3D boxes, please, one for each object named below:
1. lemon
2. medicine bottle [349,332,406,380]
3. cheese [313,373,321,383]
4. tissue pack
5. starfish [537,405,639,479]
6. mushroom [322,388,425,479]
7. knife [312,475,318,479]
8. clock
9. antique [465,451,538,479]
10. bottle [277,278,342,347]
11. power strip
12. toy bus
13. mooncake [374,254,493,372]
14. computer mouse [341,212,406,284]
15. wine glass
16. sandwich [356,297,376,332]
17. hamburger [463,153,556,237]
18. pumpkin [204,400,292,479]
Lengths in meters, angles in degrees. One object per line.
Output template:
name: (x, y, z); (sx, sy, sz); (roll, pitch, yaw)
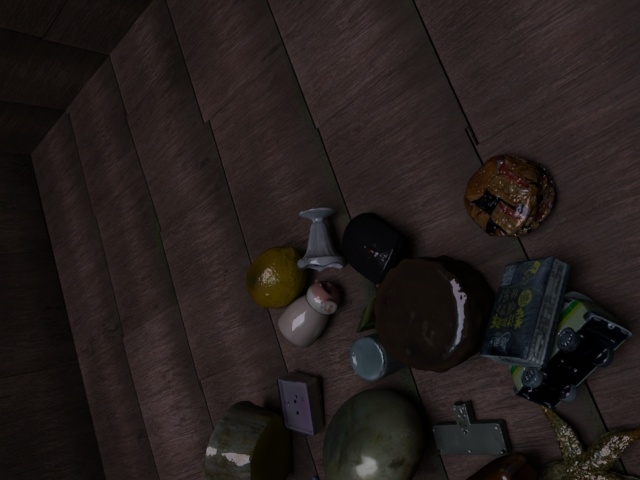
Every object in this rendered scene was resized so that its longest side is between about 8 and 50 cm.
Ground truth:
lemon: (-0.152, 0.130, 1.923); (0.204, 0.204, 0.260); (47, 119, 28)
medicine bottle: (0.185, 0.342, 1.673); (0.135, 0.168, 0.135); (3, 95, 40)
cheese: (-0.033, 0.514, 1.958); (0.047, 0.017, 0.111); (50, 121, 23)
tissue pack: (0.495, 0.173, 1.356); (0.257, 0.081, 0.185); (-69, 12, -14)
starfish: (0.659, 0.578, 1.357); (0.347, 0.078, 0.357); (-2, 91, 37)
mushroom: (0.160, 0.616, 1.639); (0.352, 0.260, 0.352); (-49, 21, 26)
knife: (0.039, 0.968, 1.918); (0.044, 0.019, 0.313); (-44, 65, 40)
clock: (-0.067, 0.567, 1.934); (0.147, 0.071, 0.191); (-1, 102, 40)
antique: (0.448, 0.657, 1.428); (0.129, 0.224, 0.278); (50, 131, 20)
bottle: (-0.023, 0.233, 1.865); (0.236, 0.148, 0.147); (-51, 61, 20)
power strip: (0.411, 0.528, 1.563); (0.216, 0.061, 0.145); (-19, 81, 38)
toy bus: (0.581, 0.256, 1.340); (0.276, 0.134, 0.164); (-57, 17, 25)
mooncake: (0.319, 0.199, 1.548); (0.324, 0.187, 0.323); (1, 91, 42)
computer mouse: (0.141, 0.010, 1.694); (0.269, 0.100, 0.170); (41, 116, 54)
wine glass: (0.000, 0.000, 1.831); (0.165, 0.165, 0.196); (-12, 76, 39)
sandwich: (0.143, 0.234, 1.737); (0.074, 0.116, 0.074); (52, 121, 25)
hamburger: (0.488, -0.117, 1.450); (0.231, 0.107, 0.230); (2, 92, 47)
pumpkin: (-0.227, 0.753, 1.957); (0.199, 0.332, 0.332); (6, 96, 27)
